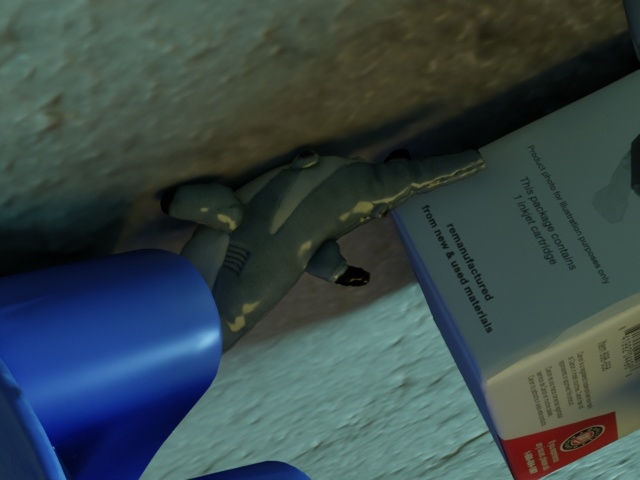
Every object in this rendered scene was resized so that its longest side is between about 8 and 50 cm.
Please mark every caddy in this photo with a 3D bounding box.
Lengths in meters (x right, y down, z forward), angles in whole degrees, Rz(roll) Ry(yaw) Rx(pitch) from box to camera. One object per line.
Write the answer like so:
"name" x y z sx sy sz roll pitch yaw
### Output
"caddy" -0.141 0.156 0.785 0.179 0.241 0.341 -15 153 -34

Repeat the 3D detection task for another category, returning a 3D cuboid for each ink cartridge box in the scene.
"ink cartridge box" 0.190 -0.003 0.895 0.272 0.114 0.197 -26 155 1

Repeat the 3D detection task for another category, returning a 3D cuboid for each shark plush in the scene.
"shark plush" 0.000 0.000 0.815 0.161 0.067 0.073 -20 155 -14

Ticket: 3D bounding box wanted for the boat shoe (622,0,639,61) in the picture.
"boat shoe" 0.154 -0.157 0.630 0.079 0.095 0.254 -11 145 -7
